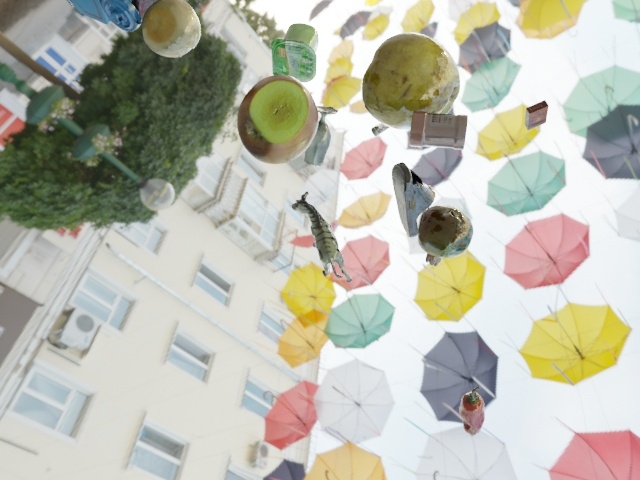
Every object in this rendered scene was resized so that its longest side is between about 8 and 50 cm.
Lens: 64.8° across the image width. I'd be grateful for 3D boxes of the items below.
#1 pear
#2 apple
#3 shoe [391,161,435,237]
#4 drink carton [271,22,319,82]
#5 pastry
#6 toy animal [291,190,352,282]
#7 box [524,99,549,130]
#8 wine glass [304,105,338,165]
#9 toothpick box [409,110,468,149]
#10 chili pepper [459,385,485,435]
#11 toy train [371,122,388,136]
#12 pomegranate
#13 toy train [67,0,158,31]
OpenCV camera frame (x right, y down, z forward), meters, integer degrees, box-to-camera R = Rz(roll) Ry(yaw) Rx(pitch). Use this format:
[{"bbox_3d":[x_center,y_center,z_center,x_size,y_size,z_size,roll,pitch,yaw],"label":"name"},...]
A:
[{"bbox_3d":[0.282,-0.487,1.571,0.304,0.304,0.304,-31,-146,24],"label":"pear"},{"bbox_3d":[-0.084,-0.229,0.982,0.147,0.146,0.163,-42,176,-23],"label":"apple"},{"bbox_3d":[0.251,-0.114,1.326,0.093,0.241,0.108,-17,-135,-1],"label":"shoe"},{"bbox_3d":[-0.068,-0.606,1.605,0.144,0.146,0.142,11,-127,6],"label":"drink carton"},{"bbox_3d":[-0.393,-0.558,1.318,0.156,0.156,0.092,-36,177,16],"label":"pastry"},{"bbox_3d":[0.005,-0.003,1.265,0.074,0.176,0.216,-25,-122,-1],"label":"toy animal"},{"bbox_3d":[0.564,-0.327,1.319,0.052,0.082,0.023,-22,-116,10],"label":"box"},{"bbox_3d":[-0.004,-0.405,1.950,0.103,0.103,0.222,-111,-149,-56],"label":"wine glass"},{"bbox_3d":[0.329,-0.306,1.407,0.149,0.098,0.098,7,-128,12],"label":"toothpick box"},{"bbox_3d":[0.342,0.391,1.146,0.050,0.191,0.059,-30,-139,-25],"label":"chili pepper"},{"bbox_3d":[0.262,-0.496,2.243,0.047,0.043,0.207,-33,-175,27],"label":"toy train"},{"bbox_3d":[0.382,-0.008,1.595,0.180,0.180,0.209,-92,-170,-50],"label":"pomegranate"},{"bbox_3d":[-0.548,-0.694,1.274,0.300,0.265,0.188,98,18,-67],"label":"toy train"}]
